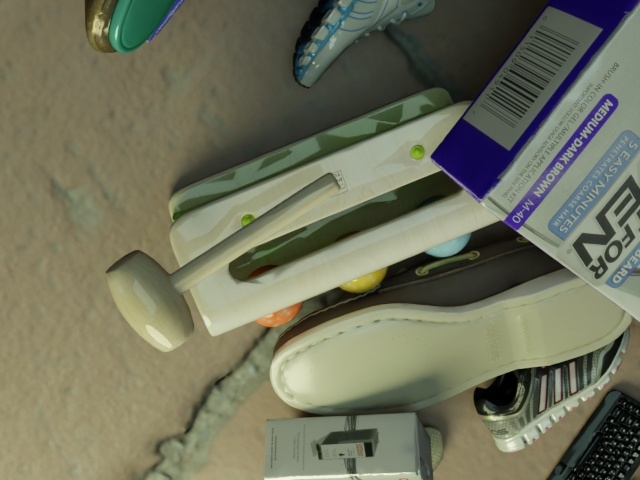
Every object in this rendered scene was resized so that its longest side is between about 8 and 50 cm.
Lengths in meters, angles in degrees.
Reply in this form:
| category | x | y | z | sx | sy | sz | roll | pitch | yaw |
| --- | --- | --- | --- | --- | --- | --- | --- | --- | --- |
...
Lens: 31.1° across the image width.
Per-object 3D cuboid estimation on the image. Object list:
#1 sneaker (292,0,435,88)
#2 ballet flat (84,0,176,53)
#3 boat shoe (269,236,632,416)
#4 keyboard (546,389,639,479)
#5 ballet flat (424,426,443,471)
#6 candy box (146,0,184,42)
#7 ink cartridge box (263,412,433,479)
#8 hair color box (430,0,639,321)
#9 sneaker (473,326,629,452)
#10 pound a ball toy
| category | x | y | z | sx | sy | sz | roll | pitch | yaw |
| --- | --- | --- | --- | --- | --- | --- | --- | --- | --- |
| sneaker | 0.050 | -0.200 | 0.965 | 0.083 | 0.071 | 0.191 | 34 | 97 | -20 |
| ballet flat | -0.092 | -0.296 | 0.784 | 0.124 | 0.116 | 0.342 | 34 | 96 | 5 |
| boat shoe | 0.110 | 0.068 | 1.022 | 0.324 | 0.097 | 0.117 | -15 | 124 | -3 |
| keyboard | 0.273 | 0.247 | 1.117 | 0.100 | 0.038 | 0.192 | 30 | 99 | -13 |
| ballet flat | 0.050 | 0.238 | 1.076 | 0.168 | 0.052 | 0.057 | -34 | 106 | 1 |
| candy box | -0.175 | -0.355 | 0.868 | 0.317 | 0.122 | 0.268 | 38 | 96 | -16 |
| ink cartridge box | 0.027 | 0.192 | 1.016 | 0.135 | 0.099 | 0.056 | -5 | 66 | 12 |
| hair color box | 0.274 | -0.033 | 0.894 | 0.339 | 0.110 | 0.185 | 32 | 100 | -29 |
| sneaker | 0.209 | 0.119 | 1.063 | 0.170 | 0.063 | 0.075 | -44 | 111 | 9 |
| pound a ball toy | 0.000 | 0.000 | 0.932 | 0.319 | 0.208 | 0.136 | -23 | 105 | -2 |
